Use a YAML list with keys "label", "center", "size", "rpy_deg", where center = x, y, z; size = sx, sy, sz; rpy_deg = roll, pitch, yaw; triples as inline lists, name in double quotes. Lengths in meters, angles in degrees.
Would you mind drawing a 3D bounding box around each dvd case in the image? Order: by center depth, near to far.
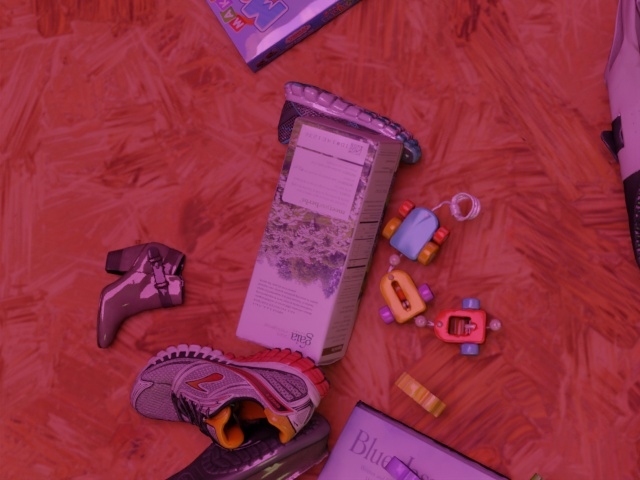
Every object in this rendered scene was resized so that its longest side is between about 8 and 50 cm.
- label: "dvd case"
  center: [0.058, 0.312, 1.869]
  size: [0.180, 0.022, 0.253]
  rpy_deg: [26, 84, 17]

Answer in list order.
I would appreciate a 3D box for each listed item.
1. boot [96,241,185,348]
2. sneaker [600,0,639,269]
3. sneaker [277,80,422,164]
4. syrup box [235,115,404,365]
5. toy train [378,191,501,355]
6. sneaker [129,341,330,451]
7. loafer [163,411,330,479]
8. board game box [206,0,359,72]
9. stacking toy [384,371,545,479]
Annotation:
- label: "boot"
  center: [-0.188, 0.060, 1.977]
  size: [0.087, 0.042, 0.118]
  rpy_deg: [5, 86, 6]
- label: "sneaker"
  center: [0.347, -0.120, 1.864]
  size: [0.122, 0.146, 0.330]
  rpy_deg: [-2, 99, -13]
- label: "sneaker"
  center: [0.027, -0.106, 1.961]
  size: [0.166, 0.065, 0.076]
  rpy_deg: [25, 101, 20]
- label: "syrup box"
  center: [0.000, 0.000, 1.889]
  size: [0.093, 0.096, 0.237]
  rpy_deg: [18, 98, 17]
- label: "toy train"
  center: [0.123, 0.038, 1.907]
  size: [0.125, 0.046, 0.166]
  rpy_deg: [-3, 80, 11]
- label: "sneaker"
  center: [-0.105, 0.160, 1.874]
  size: [0.225, 0.088, 0.093]
  rpy_deg: [-5, 40, 35]
- label: "loafer"
  center: [-0.093, 0.259, 1.894]
  size: [0.251, 0.094, 0.087]
  rpy_deg: [-31, 115, -1]
- label: "board game box"
  center: [-0.029, -0.306, 2.022]
  size: [0.211, 0.039, 0.160]
  rpy_deg: [-34, 73, 5]
- label: "stacking toy"
  center: [0.117, 0.259, 1.830]
  size: [0.221, 0.052, 0.167]
  rpy_deg: [38, 88, 17]
